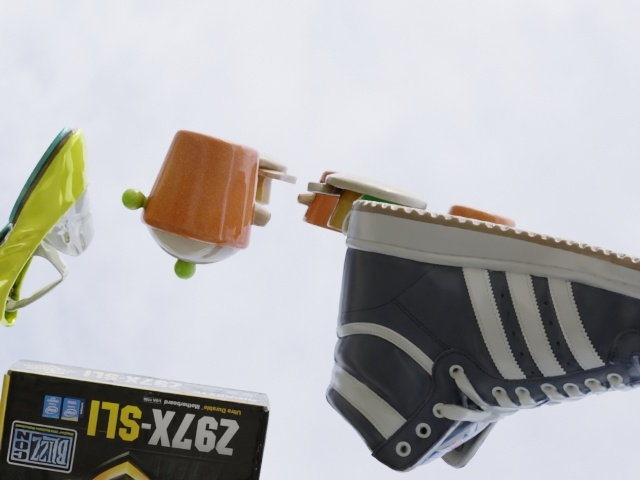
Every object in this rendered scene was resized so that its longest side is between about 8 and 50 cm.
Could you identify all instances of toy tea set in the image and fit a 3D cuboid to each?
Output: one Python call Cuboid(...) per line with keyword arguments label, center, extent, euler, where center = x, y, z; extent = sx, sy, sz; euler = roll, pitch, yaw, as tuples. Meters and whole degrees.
Cuboid(label="toy tea set", center=(0.000, 0.000, 1.130), extent=(0.336, 0.200, 0.124), euler=(16, -88, 20))

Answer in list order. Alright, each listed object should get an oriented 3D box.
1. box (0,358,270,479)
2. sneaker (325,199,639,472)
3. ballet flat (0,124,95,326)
Cuboid(label="box", center=(-0.236, 0.295, 1.602), extent=(0.322, 0.079, 0.257), euler=(9, -86, -3))
Cuboid(label="sneaker", center=(0.126, 0.075, 0.749), extent=(0.282, 0.099, 0.153), euler=(14, -91, 34))
Cuboid(label="ballet flat", center=(-0.239, -0.004, 1.123), extent=(0.077, 0.077, 0.231), euler=(38, -56, -8))
